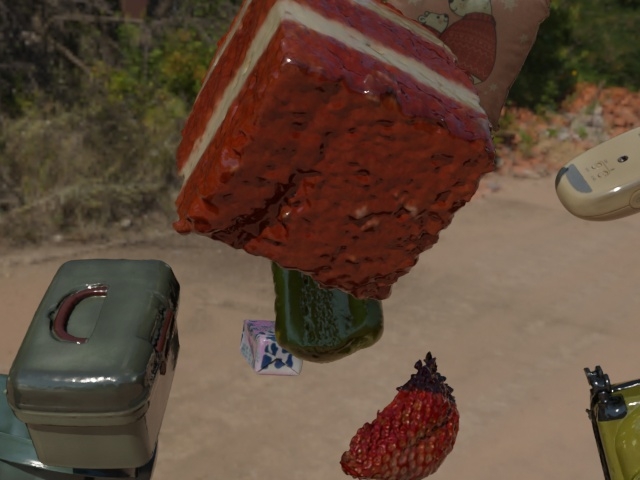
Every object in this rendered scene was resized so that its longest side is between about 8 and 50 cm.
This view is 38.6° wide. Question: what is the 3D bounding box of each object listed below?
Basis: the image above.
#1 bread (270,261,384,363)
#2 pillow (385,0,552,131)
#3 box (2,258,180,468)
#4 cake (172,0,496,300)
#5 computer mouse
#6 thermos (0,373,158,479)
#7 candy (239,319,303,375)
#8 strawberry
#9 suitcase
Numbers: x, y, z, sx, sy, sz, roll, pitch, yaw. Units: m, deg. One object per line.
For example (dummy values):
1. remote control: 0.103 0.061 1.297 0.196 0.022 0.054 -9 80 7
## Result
1. bread: 0.000 0.000 1.409 0.166 0.383 0.112 -11 -20 8
2. pillow: 0.185 -0.287 1.272 0.236 0.223 0.084 23 24 0
3. box: -0.222 0.121 0.935 0.148 0.129 0.210 1 37 3
4. cake: 0.006 -0.134 1.054 0.270 0.270 0.319 22 34 -22
5. computer mouse: 0.510 -0.110 1.519 0.237 0.082 0.145 -26 41 5
6. thermos: -0.330 0.232 1.051 0.287 0.144 0.182 12 -9 -11
7. candy: -0.088 0.194 1.674 0.092 0.073 0.160 6 6 -18
8. strawberry: 0.131 0.272 1.279 0.107 0.175 0.236 32 59 19
9. suitcase: 0.444 0.261 1.133 0.194 0.234 0.143 -14 -1 10
